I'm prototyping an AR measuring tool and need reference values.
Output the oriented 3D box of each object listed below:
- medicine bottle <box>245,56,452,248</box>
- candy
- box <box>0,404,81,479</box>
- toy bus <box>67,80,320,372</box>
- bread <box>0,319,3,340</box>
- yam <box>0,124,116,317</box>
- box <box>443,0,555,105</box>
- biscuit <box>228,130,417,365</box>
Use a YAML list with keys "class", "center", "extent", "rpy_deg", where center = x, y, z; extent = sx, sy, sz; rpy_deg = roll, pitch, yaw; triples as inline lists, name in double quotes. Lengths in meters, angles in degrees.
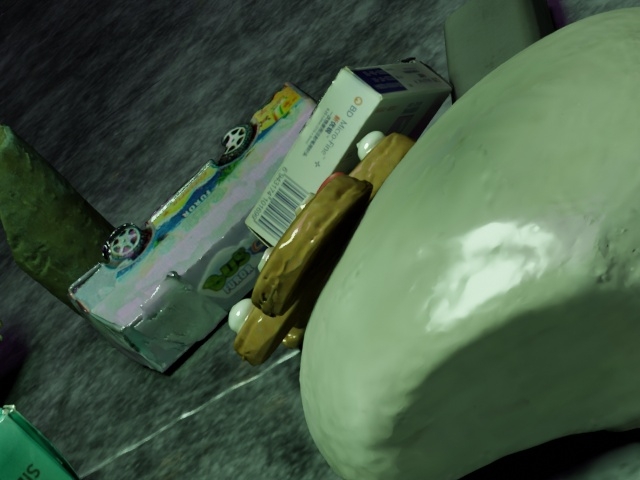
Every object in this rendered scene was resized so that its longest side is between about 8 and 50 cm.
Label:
- class: "medicine bottle"
  center: [0.025, -0.077, 1.475]
  extent: [0.171, 0.052, 0.201]
  rpy_deg: [-56, -13, 17]
- class: "candy"
  center: [0.152, -0.021, 1.194]
  extent: [0.386, 0.186, 0.427]
  rpy_deg: [-27, 21, 40]
- class: "box"
  center: [-0.380, 0.301, 1.562]
  extent: [0.311, 0.118, 0.205]
  rpy_deg: [-53, 25, -23]
- class: "toy bus"
  center: [-0.096, -0.007, 1.668]
  extent: [0.317, 0.112, 0.138]
  rpy_deg: [-45, 33, -4]
- class: "bread"
  center: [-0.545, 0.150, 1.783]
  extent: [0.239, 0.264, 0.395]
  rpy_deg: [-44, 4, 27]
- class: "yam"
  center: [-0.273, -0.006, 1.765]
  extent: [0.106, 0.259, 0.106]
  rpy_deg: [-31, 34, 23]
- class: "box"
  center: [0.170, -0.167, 1.570]
  extent: [0.103, 0.055, 0.243]
  rpy_deg: [-35, 23, 20]
- class: "biscuit"
  center: [0.000, 0.000, 1.332]
  extent: [0.216, 0.047, 0.340]
  rpy_deg: [-56, -8, 6]
